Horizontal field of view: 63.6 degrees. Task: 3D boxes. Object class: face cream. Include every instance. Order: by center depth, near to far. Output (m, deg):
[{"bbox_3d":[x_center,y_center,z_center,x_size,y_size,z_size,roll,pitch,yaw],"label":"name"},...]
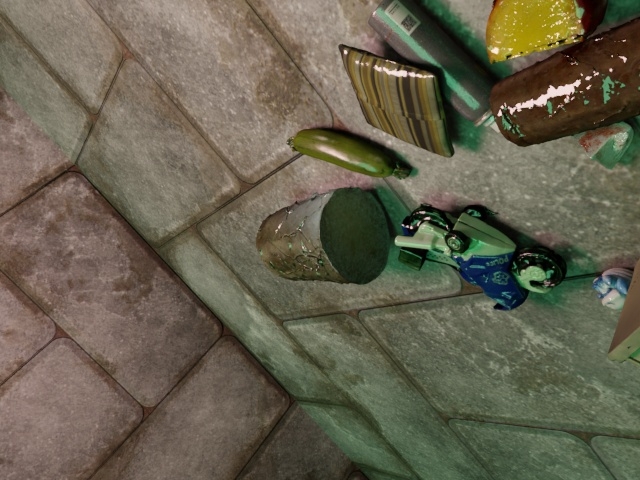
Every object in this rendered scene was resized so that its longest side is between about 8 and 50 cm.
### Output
[{"bbox_3d":[0.201,-0.286,0.842,0.283,0.073,0.073,44,148,-2],"label":"face cream"}]

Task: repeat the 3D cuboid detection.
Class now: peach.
[{"bbox_3d":[0.301,-0.307,0.694,0.127,0.092,0.172,47,160,1],"label":"peach"}]

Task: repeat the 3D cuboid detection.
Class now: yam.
[{"bbox_3d":[0.376,-0.212,0.700,0.131,0.131,0.280,53,148,-16],"label":"yam"},{"bbox_3d":[0.000,0.000,1.263,0.241,0.241,0.348,53,151,-18],"label":"yam"}]

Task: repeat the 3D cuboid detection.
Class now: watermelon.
[{"bbox_3d":[0.427,-0.144,0.778,0.085,0.061,0.085,35,157,17],"label":"watermelon"}]

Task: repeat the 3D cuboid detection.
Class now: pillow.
[{"bbox_3d":[0.136,-0.247,0.924,0.212,0.052,0.208,33,169,34],"label":"pillow"}]

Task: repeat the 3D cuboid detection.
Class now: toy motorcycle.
[{"bbox_3d":[0.321,0.037,1.066,0.332,0.125,0.196,23,143,21],"label":"toy motorcycle"}]

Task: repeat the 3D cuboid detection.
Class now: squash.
[{"bbox_3d":[0.045,-0.196,1.126,0.319,0.080,0.071,21,105,28],"label":"squash"}]

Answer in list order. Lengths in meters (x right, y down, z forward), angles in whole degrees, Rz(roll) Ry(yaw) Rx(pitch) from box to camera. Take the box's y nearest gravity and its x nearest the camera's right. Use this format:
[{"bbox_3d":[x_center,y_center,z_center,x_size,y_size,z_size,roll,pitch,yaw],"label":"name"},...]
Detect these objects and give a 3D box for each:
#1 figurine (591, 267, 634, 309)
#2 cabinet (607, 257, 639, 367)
[{"bbox_3d":[0.546,0.096,0.922,0.114,0.079,0.114,38,174,4],"label":"figurine"},{"bbox_3d":[0.634,0.090,0.688,0.318,0.227,0.289,28,145,17],"label":"cabinet"}]
